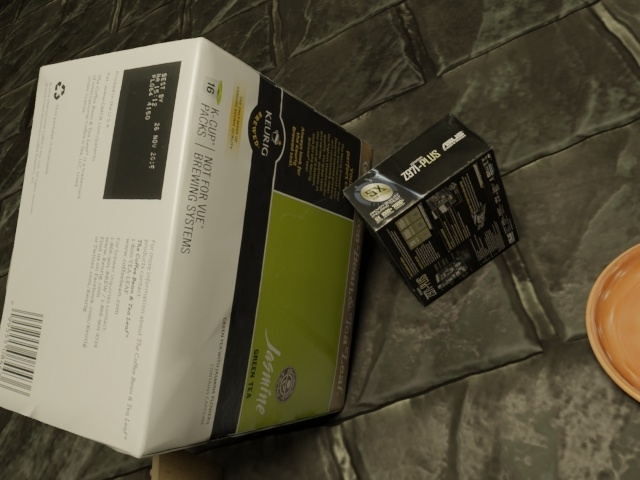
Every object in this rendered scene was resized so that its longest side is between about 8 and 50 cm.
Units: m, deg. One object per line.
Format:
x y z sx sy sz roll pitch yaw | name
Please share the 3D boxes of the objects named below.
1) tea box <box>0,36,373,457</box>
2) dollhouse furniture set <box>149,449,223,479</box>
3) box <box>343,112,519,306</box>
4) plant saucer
-0.119 0.016 0.611 0.220 0.324 0.328 3 83 32 | tea box
-0.204 0.327 0.629 0.151 0.123 0.144 -22 49 15 | dollhouse furniture set
0.133 -0.028 0.656 0.147 0.180 0.077 -37 49 3 | box
0.363 0.082 0.542 0.200 0.037 0.199 -16 51 21 | plant saucer
